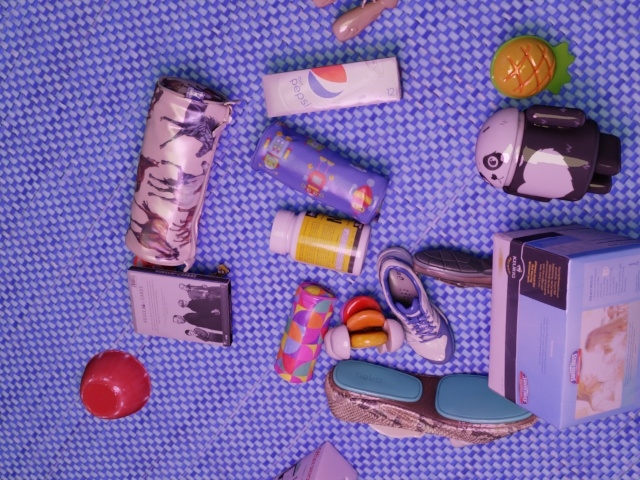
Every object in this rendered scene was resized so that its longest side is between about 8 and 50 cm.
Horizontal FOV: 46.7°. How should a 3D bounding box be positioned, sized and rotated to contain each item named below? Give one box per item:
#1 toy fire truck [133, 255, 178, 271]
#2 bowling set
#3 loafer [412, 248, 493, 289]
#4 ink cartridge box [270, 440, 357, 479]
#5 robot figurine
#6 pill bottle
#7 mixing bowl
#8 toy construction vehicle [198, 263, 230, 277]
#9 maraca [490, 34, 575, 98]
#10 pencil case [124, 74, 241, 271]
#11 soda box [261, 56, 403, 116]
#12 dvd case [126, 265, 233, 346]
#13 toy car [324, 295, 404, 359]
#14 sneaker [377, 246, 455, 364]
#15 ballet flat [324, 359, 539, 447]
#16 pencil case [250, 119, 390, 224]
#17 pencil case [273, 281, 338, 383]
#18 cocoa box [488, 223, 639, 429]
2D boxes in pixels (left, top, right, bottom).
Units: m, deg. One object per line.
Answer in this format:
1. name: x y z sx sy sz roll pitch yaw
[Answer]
1. toy fire truck: -0.388 0.118 1.773 0.192 0.047 0.135 46 108 -2
2. bowling set: 0.021 -0.561 1.477 0.154 0.287 0.200 -33 63 9
3. loafer: 0.326 0.079 1.604 0.268 0.096 0.084 5 119 -6
4. ink cartridge box: -0.062 0.631 1.761 0.278 0.201 0.117 -38 95 16
5. robot figurine: 0.452 -0.170 1.491 0.278 0.173 0.209 11 105 7
6. pill bottle: 0.000 0.000 1.640 0.209 0.119 0.119 13 105 6
7. mixing bowl: -0.522 0.373 1.833 0.181 0.098 0.181 2 105 9
8. toy construction vehicle: -0.272 0.091 1.731 0.098 0.086 0.035 -40 78 31
9. maraca: 0.428 -0.348 1.497 0.186 0.099 0.127 -2 115 -15
10. pencil case: -0.313 -0.146 1.638 0.184 0.160 0.410 21 106 20
11. soda box: 0.028 -0.324 1.568 0.286 0.098 0.091 -5 102 12
12. dvd case: -0.321 0.152 1.706 0.239 0.029 0.179 8 121 9
13. toy car: 0.090 0.190 1.651 0.159 0.182 0.136 -7 81 -11
14. sneaker: 0.202 0.162 1.640 0.112 0.131 0.296 -29 98 13
15. ballet flat: 0.247 0.386 1.691 0.483 0.164 0.182 6 126 14
16. pencil case: 0.006 -0.146 1.600 0.306 0.133 0.119 27 119 4
17. pencil case: -0.035 0.214 1.713 0.104 0.104 0.236 19 108 5
18. cocoa box: 0.500 0.161 1.494 0.231 0.228 0.347 -7 104 -24
